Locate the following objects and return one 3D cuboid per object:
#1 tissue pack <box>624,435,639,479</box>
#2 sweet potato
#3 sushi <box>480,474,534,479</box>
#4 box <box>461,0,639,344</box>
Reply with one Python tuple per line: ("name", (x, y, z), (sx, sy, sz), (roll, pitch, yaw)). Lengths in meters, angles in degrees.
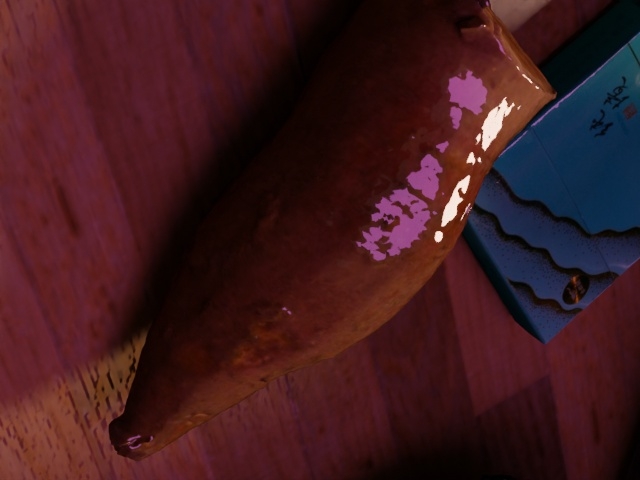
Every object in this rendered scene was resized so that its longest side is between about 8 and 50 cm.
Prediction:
("tissue pack", (0.323, 0.142, 1.275), (0.122, 0.259, 0.361), (2, 115, -22))
("sweet potato", (0.001, 0.000, 1.054), (0.131, 0.131, 0.336), (30, 98, -42))
("sushi", (0.125, 0.316, 1.275), (0.211, 0.171, 0.350), (-33, 132, -39))
("box", (0.188, -0.059, 1.201), (0.226, 0.042, 0.161), (-41, 131, -7))
